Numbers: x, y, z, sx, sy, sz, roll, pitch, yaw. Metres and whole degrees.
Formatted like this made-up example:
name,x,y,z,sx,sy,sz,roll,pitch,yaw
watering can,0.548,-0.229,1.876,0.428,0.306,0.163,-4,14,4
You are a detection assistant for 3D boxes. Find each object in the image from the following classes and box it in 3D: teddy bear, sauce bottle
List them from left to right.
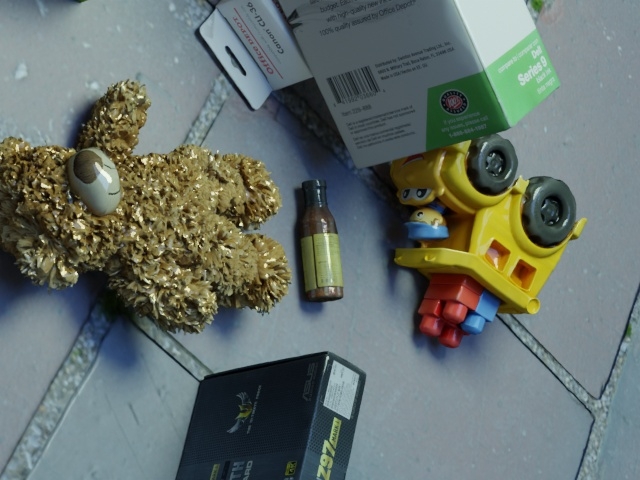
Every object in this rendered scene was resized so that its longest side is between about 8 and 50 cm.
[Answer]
name,x,y,z,sx,sy,sz,roll,pitch,yaw
teddy bear,-0.151,-0.028,1.624,0.338,0.113,0.245,28,58,-36
sauce bottle,0.000,0.000,1.809,0.042,0.042,0.128,5,77,-43

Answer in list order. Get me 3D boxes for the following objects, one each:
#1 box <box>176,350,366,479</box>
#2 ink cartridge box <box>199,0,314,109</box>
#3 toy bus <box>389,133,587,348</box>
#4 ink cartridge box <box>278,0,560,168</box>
name,x,y,z,sx,sy,sz,roll,pitch,yaw
box,-0.059,0.227,1.590,0.059,0.183,0.232,32,59,-33
ink cartridge box,-0.032,-0.241,1.826,0.115,0.067,0.198,53,49,-21
toy bus,0.154,0.002,1.905,0.220,0.149,0.211,36,72,-30
ink cartridge box,0.082,-0.240,1.738,0.121,0.211,0.289,-39,109,-44
